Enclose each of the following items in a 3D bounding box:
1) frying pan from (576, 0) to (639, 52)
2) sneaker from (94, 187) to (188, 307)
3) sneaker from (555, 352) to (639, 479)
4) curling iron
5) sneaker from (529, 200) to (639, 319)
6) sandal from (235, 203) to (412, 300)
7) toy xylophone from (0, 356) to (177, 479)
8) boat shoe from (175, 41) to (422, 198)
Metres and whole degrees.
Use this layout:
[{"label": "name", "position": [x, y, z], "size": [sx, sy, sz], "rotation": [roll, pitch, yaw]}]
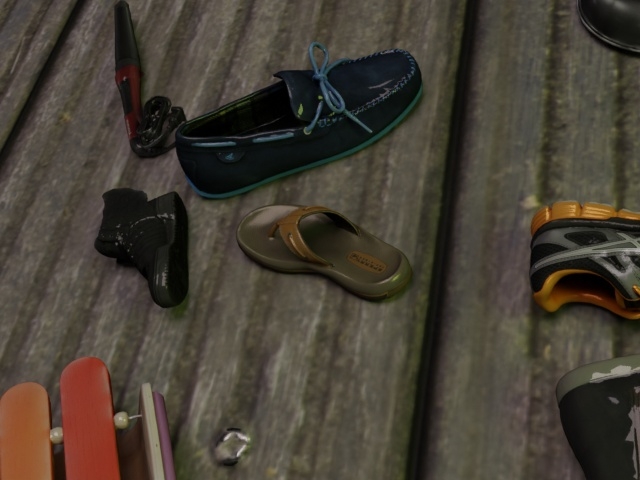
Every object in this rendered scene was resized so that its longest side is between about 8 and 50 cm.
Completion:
[{"label": "frying pan", "position": [0.329, -0.210, 0.934], "size": [0.197, 0.053, 0.326], "rotation": [10, 53, 28]}, {"label": "sneaker", "position": [-0.175, 0.007, 0.935], "size": [0.089, 0.051, 0.170], "rotation": [-14, 44, 9]}, {"label": "sneaker", "position": [0.280, 0.128, 0.653], "size": [0.222, 0.083, 0.118], "rotation": [-19, 52, 17]}, {"label": "curling iron", "position": [-0.207, -0.191, 1.120], "size": [0.068, 0.035, 0.274], "rotation": [-21, 48, -3]}, {"label": "sneaker", "position": [0.261, 0.023, 0.743], "size": [0.215, 0.084, 0.083], "rotation": [1, 54, 33]}, {"label": "sandal", "position": [0.000, 0.000, 0.874], "size": [0.180, 0.049, 0.072], "rotation": [21, 61, 33]}, {"label": "toy xylophone", "position": [-0.255, 0.227, 0.731], "size": [0.323, 0.081, 0.236], "rotation": [-18, 48, -11]}, {"label": "boat shoe", "position": [-0.018, -0.123, 0.956], "size": [0.258, 0.089, 0.109], "rotation": [-30, 48, -6]}]
